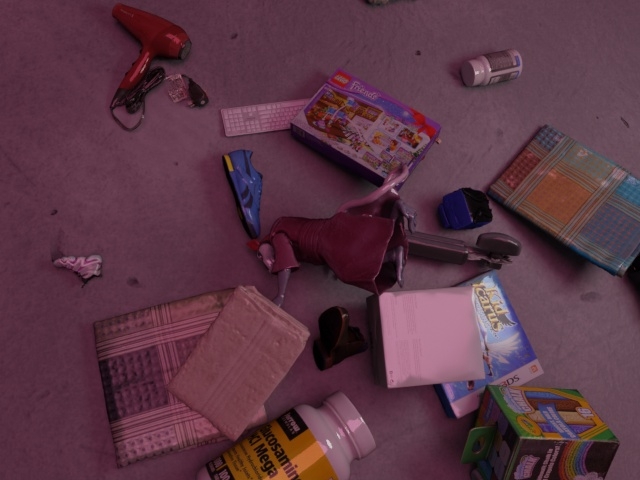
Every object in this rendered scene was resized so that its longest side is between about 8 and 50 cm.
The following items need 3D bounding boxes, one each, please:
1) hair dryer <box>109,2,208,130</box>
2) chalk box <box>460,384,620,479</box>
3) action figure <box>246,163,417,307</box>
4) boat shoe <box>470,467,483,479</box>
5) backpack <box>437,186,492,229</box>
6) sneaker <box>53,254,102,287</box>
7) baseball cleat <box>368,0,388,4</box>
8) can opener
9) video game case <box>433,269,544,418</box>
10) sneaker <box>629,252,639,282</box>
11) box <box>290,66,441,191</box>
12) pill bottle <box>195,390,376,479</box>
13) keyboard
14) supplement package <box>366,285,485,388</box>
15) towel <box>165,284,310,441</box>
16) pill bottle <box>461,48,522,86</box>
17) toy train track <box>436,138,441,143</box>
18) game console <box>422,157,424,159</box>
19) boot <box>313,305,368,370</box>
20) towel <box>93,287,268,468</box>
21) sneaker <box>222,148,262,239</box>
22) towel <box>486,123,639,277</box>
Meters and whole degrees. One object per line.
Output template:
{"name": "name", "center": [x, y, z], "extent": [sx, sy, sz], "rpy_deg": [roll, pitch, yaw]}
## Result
{"name": "hair dryer", "center": [-0.401, -0.417, 1.404], "extent": [0.223, 0.080, 0.293], "rpy_deg": [-19, 82, -13]}
{"name": "chalk box", "center": [0.435, 0.432, 1.308], "extent": [0.289, 0.179, 0.180], "rpy_deg": [7, 112, -10]}
{"name": "action figure", "center": [0.000, 0.000, 1.283], "extent": [0.370, 0.248, 0.276], "rpy_deg": [3, 114, 24]}
{"name": "boat shoe", "center": [0.408, 0.604, 1.345], "extent": [0.076, 0.083, 0.226], "rpy_deg": [-16, 81, -13]}
{"name": "backpack", "center": [0.347, -0.074, 1.468], "extent": [0.120, 0.101, 0.098], "rpy_deg": [-6, 80, -45]}
{"name": "sneaker", "center": [-0.514, 0.068, 1.302], "extent": [0.098, 0.038, 0.069], "rpy_deg": [-5, 79, -11]}
{"name": "baseball cleat", "center": [0.206, -0.672, 1.578], "extent": [0.206, 0.072, 0.109], "rpy_deg": [-16, 75, -17]}
{"name": "can opener", "center": [0.323, 0.011, 1.442], "extent": [0.280, 0.074, 0.093], "rpy_deg": [7, 109, -2]}
{"name": "video game case", "center": [0.351, 0.236, 1.423], "extent": [0.244, 0.061, 0.269], "rpy_deg": [-23, 83, -15]}
{"name": "sneaker", "center": [0.808, 0.036, 1.521], "extent": [0.127, 0.126, 0.321], "rpy_deg": [4, 67, -14]}
{"name": "box", "center": [0.105, -0.257, 1.432], "extent": [0.293, 0.057, 0.201], "rpy_deg": [33, 69, 13]}
{"name": "pill bottle", "center": [-0.063, 0.452, 1.232], "extent": [0.334, 0.188, 0.188], "rpy_deg": [-31, 86, -16]}
{"name": "keyboard", "center": [-0.105, -0.297, 1.470], "extent": [0.256, 0.014, 0.072], "rpy_deg": [-10, 80, -13]}
{"name": "supplement package", "center": [0.216, 0.202, 1.299], "extent": [0.203, 0.149, 0.194], "rpy_deg": [-4, 81, -6]}
{"name": "towel", "center": [-0.165, 0.243, 1.238], "extent": [0.187, 0.049, 0.282], "rpy_deg": [37, 97, 3]}
{"name": "pill bottle", "center": [0.437, -0.439, 1.570], "extent": [0.137, 0.078, 0.078], "rpy_deg": [-15, 82, -14]}
{"name": "toy train track", "center": [0.272, -0.275, 1.538], "extent": [0.083, 0.014, 0.048], "rpy_deg": [45, 74, 0]}
{"name": "game console", "center": [0.168, -0.240, 1.511], "extent": [0.144, 0.085, 0.124], "rpy_deg": [-25, 53, -15]}
{"name": "boot", "center": [0.053, 0.195, 1.307], "extent": [0.106, 0.219, 0.082], "rpy_deg": [-13, 58, -23]}
{"name": "towel", "center": [-0.293, 0.283, 1.302], "extent": [0.324, 0.056, 0.312], "rpy_deg": [-13, 78, -11]}
{"name": "sneaker", "center": [-0.158, -0.109, 1.393], "extent": [0.082, 0.069, 0.209], "rpy_deg": [-15, 81, -17]}
{"name": "towel", "center": [0.635, -0.107, 1.497], "extent": [0.370, 0.040, 0.271], "rpy_deg": [38, 72, 20]}
